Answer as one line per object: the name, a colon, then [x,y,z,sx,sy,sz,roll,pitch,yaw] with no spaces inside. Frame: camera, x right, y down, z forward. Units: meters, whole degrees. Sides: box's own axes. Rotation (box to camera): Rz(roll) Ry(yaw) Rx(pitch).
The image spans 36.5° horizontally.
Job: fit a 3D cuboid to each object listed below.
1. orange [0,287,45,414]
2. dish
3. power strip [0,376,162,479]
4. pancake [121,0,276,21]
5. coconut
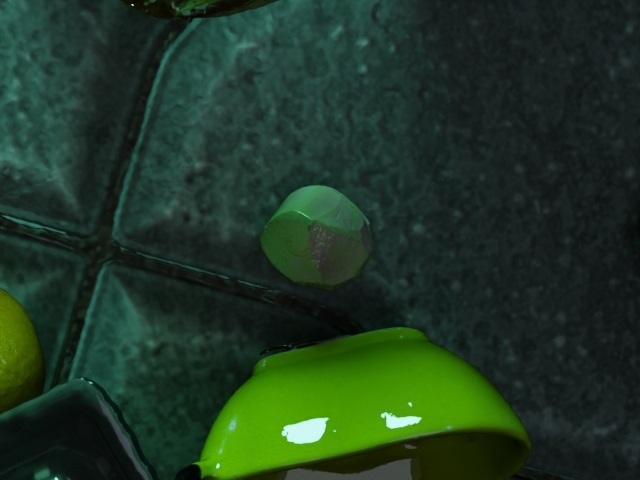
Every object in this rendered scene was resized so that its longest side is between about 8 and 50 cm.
orange: [-0.275,0.093,0.676,0.159,0.159,0.136,33,126,-14]
dish: [0.019,0.141,0.742,0.262,0.221,0.108,-9,61,-1]
power strip: [-0.178,0.242,0.582,0.257,0.092,0.251,-28,102,19]
pancake: [-0.061,-0.319,0.601,0.356,0.065,0.356,5,104,23]
coconut: [0.000,0.000,0.747,0.083,0.081,0.082,1,114,24]
